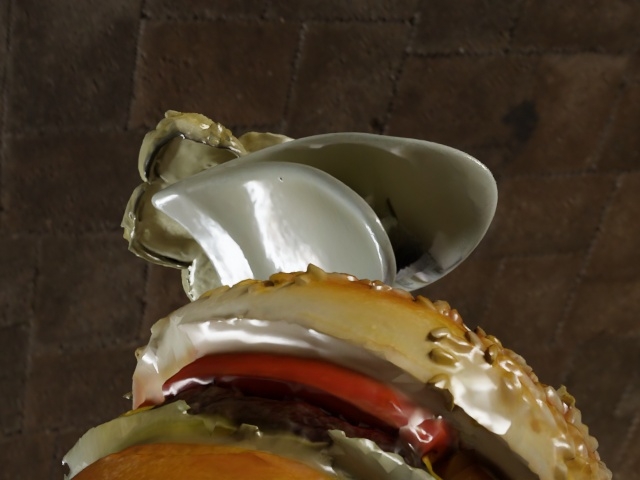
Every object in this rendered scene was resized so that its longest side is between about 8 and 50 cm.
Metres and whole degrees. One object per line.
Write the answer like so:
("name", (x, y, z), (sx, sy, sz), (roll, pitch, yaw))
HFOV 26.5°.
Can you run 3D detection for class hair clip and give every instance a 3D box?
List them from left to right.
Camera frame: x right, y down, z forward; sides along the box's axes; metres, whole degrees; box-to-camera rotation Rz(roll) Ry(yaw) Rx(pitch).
("hair clip", (0.008, -0.006, 1.120), (0.113, 0.282, 0.172), (-32, 101, -41))

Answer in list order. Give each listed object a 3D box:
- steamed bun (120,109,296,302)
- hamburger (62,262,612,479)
("steamed bun", (-0.091, -0.027, 1.258), (0.178, 0.106, 0.192), (17, 117, -10))
("hamburger", (0.004, 0.187, 0.798), (0.330, 0.250, 0.330), (14, 137, 14))
